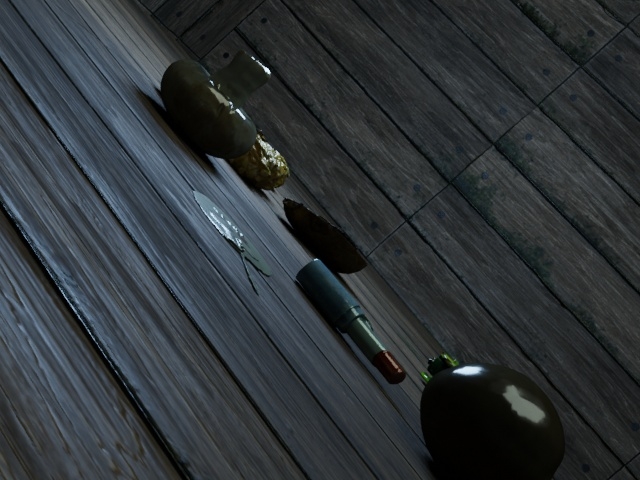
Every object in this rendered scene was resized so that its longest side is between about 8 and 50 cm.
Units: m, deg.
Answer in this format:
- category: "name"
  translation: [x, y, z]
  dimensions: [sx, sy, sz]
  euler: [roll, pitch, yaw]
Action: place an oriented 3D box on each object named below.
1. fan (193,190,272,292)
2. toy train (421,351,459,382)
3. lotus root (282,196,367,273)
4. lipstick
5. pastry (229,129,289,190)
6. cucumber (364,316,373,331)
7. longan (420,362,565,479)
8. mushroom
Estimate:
- category: "fan"
  translation: [-0.125, 0.011, 1.444]
  dimensions: [0.191, 0.009, 0.329]
  euler: [47, 4, -24]
- category: "toy train"
  translation: [0.350, 0.391, 2.196]
  dimensions: [0.160, 0.100, 0.296]
  euler: [47, 4, -34]
- category: "lotus root"
  translation: [-0.001, 0.000, 2.378]
  dimensions: [0.167, 0.078, 0.329]
  euler: [20, -16, 45]
- category: "lipstick"
  translation: [0.059, 0.152, 1.677]
  dimensions: [0.274, 0.061, 0.068]
  euler: [50, 3, 20]
- category: "pastry"
  translation: [-0.159, -0.205, 2.359]
  dimensions: [0.154, 0.102, 0.250]
  euler: [52, 7, 7]
- category: "cucumber"
  translation: [0.061, 0.148, 1.875]
  dimensions: [0.168, 0.039, 0.039]
  euler: [48, 4, 28]
- category: "longan"
  translation: [0.272, 0.307, 1.489]
  dimensions: [0.248, 0.248, 0.248]
  euler: [48, 4, -5]
- category: "mushroom"
  translation: [-0.209, -0.304, 1.939]
  dimensions: [0.243, 0.243, 0.243]
  euler: [48, 4, -5]
